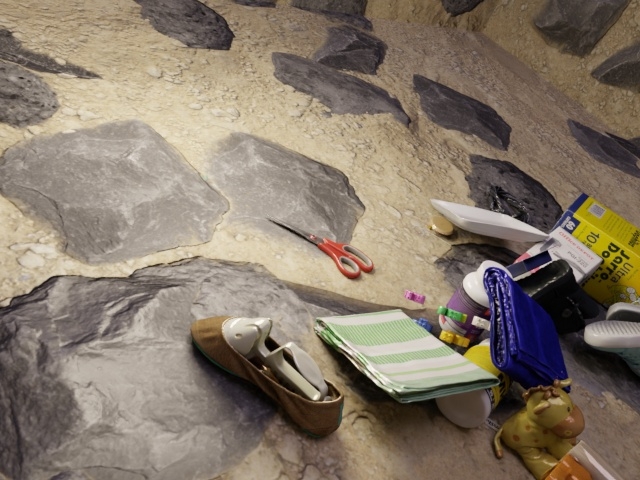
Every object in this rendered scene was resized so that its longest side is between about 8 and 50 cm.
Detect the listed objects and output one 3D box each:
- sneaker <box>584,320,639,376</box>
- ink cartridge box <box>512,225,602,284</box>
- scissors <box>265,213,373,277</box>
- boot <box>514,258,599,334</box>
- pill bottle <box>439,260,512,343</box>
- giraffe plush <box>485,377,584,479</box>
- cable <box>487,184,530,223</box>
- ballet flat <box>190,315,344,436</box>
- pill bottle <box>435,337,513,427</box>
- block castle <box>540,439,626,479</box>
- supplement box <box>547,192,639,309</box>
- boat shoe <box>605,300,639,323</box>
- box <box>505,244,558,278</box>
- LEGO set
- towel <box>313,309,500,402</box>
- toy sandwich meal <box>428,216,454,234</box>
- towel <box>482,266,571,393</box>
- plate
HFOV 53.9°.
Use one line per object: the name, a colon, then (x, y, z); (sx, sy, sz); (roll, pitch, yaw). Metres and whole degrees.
sneaker: (0.833, 0.294, 1.616); (0.365, 0.150, 0.135); (6, 6, -17)
ink cartridge box: (0.663, 0.079, 1.785); (0.217, 0.092, 0.158); (-30, 61, -30)
scissors: (0.000, 0.000, 1.601); (0.297, 0.021, 0.109); (35, 39, 14)
boot: (0.577, 0.181, 1.631); (0.207, 0.246, 0.094); (50, 17, -28)
pill bottle: (0.369, 0.143, 1.487); (0.108, 0.194, 0.108); (16, 37, -12)
giraffe plush: (0.460, 0.365, 1.279); (0.210, 0.171, 0.181); (26, 35, 0)
cable: (0.632, -0.124, 2.115); (0.150, 0.047, 0.184); (21, 35, -7)
ballet flat: (-0.091, 0.221, 1.168); (0.342, 0.124, 0.116); (37, 37, 16)
pill bottle: (0.340, 0.295, 1.341); (0.119, 0.119, 0.208); (39, 38, 19)
block castle: (0.287, 0.515, 0.870); (0.453, 0.303, 0.213); (-19, 55, -44)
supplement box: (0.869, 0.051, 1.908); (0.356, 0.194, 0.195); (38, 37, 18)
boat shoe: (0.925, 0.245, 1.773); (0.320, 0.118, 0.103); (18, 30, -17)
box: (0.503, 0.078, 1.636); (0.136, 0.225, 0.037); (-15, 76, -42)
LEGO set: (0.277, 0.187, 1.416); (0.227, 0.087, 0.093); (19, 0, 21)
towel: (0.162, 0.222, 1.279); (0.247, 0.038, 0.325); (-1, 17, -29)
toy sandwich meal: (0.355, -0.039, 1.857); (0.085, 0.029, 0.086); (14, 39, -12)
towel: (0.452, 0.208, 1.360); (0.308, 0.076, 0.228); (35, 47, -44)
plate: (0.488, -0.054, 1.865); (0.277, 0.045, 0.277); (11, 14, -13)
